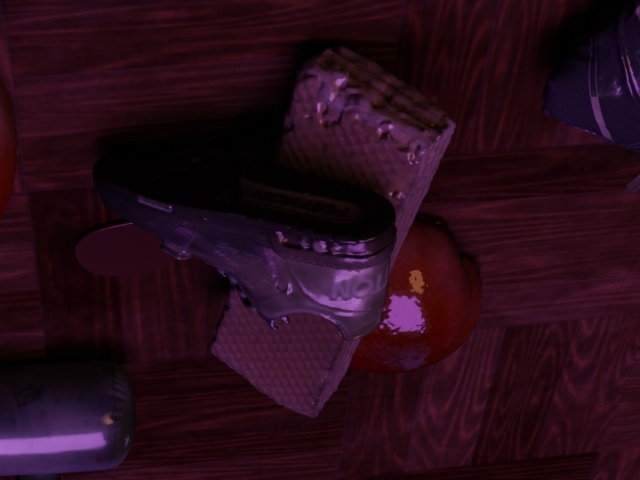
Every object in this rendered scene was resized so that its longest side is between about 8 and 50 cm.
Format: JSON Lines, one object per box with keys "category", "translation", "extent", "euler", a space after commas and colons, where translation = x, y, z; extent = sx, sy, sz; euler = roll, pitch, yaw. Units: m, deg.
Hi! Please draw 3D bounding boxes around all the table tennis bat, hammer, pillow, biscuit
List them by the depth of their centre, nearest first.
{"category": "pillow", "translation": [0.329, -0.190, 1.606], "extent": [0.162, 0.092, 0.335], "euler": [13, 139, -35]}
{"category": "biscuit", "translation": [0.000, 0.000, 1.758], "extent": [0.144, 0.078, 0.426], "euler": [34, 139, 10]}
{"category": "table tennis bat", "translation": [-0.161, 0.001, 1.843], "extent": [0.157, 0.013, 0.087], "euler": [-12, 145, 7]}
{"category": "hammer", "translation": [-0.311, 0.237, 2.087], "extent": [0.206, 0.119, 0.335], "euler": [-2, 153, -9]}

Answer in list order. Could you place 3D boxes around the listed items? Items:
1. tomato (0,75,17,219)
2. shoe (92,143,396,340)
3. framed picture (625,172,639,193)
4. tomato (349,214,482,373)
{"category": "tomato", "translation": [-0.389, -0.090, 1.379], "extent": [0.322, 0.321, 0.321], "euler": [-7, 147, -5]}
{"category": "shoe", "translation": [-0.068, 0.012, 1.672], "extent": [0.293, 0.109, 0.149], "euler": [13, 126, 25]}
{"category": "framed picture", "translation": [0.380, -0.120, 1.725], "extent": [0.150, 0.015, 0.203], "euler": [-28, 169, -48]}
{"category": "tomato", "translation": [0.065, 0.076, 1.931], "extent": [0.199, 0.112, 0.228], "euler": [-22, 143, 21]}
